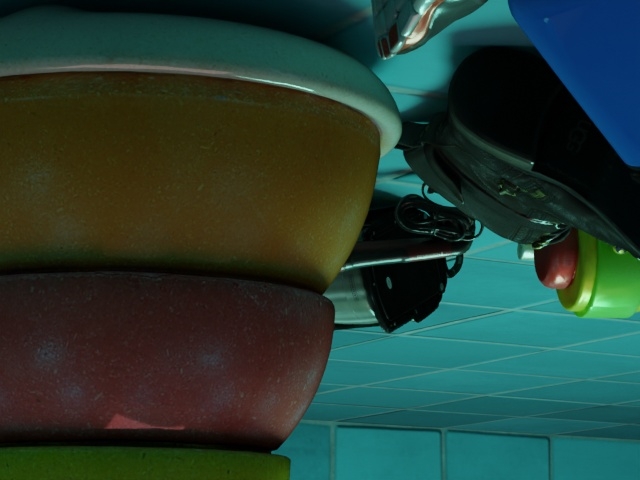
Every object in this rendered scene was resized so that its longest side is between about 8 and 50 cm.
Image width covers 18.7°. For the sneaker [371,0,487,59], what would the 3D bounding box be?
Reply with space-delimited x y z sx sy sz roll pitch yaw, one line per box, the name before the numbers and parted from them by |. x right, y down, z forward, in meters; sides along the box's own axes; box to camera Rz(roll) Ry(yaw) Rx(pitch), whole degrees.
sneaker | 0.071 -0.135 1.037 0.065 0.061 0.158 -3 171 -17

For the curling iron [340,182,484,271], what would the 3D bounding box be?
curling iron | 0.000 0.000 1.617 0.274 0.068 0.035 -11 -178 10

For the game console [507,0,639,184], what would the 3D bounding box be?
game console | 0.299 -0.140 1.092 0.293 0.173 0.250 -10 134 41

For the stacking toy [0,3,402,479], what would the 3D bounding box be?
stacking toy | -0.121 0.117 1.228 0.351 0.479 0.350 0 169 0

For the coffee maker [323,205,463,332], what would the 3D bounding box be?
coffee maker | 0.013 0.034 1.744 0.178 0.120 0.171 -7 168 33

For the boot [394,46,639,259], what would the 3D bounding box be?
boot | 0.175 -0.034 1.338 0.263 0.091 0.229 34 168 4

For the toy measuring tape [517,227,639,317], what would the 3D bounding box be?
toy measuring tape | 0.228 0.021 1.692 0.121 0.121 0.330 2 169 -9
